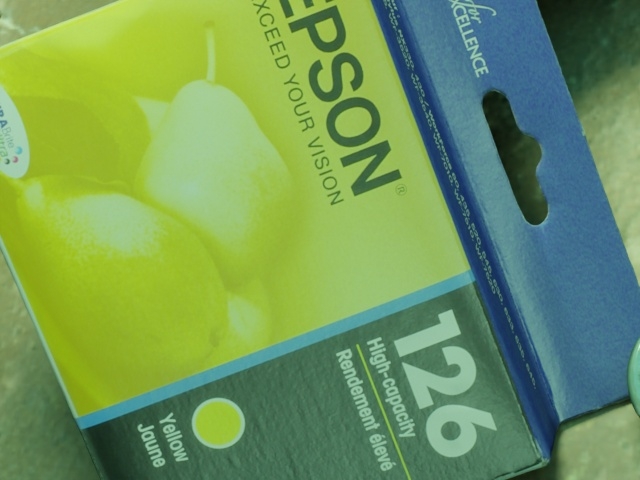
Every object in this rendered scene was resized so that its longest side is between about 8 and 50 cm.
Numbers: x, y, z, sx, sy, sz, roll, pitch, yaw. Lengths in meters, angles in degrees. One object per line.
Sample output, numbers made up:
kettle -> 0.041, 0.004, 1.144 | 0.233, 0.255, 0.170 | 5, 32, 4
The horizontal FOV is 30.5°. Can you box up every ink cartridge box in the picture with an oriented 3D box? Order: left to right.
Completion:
ink cartridge box -> 0.000, 0.000, 0.615 | 0.307, 0.072, 0.303 | -21, 96, 5

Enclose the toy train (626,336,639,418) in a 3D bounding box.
toy train -> 0.279, -0.006, 0.600 | 0.190, 0.142, 0.334 | 15, 72, 4
